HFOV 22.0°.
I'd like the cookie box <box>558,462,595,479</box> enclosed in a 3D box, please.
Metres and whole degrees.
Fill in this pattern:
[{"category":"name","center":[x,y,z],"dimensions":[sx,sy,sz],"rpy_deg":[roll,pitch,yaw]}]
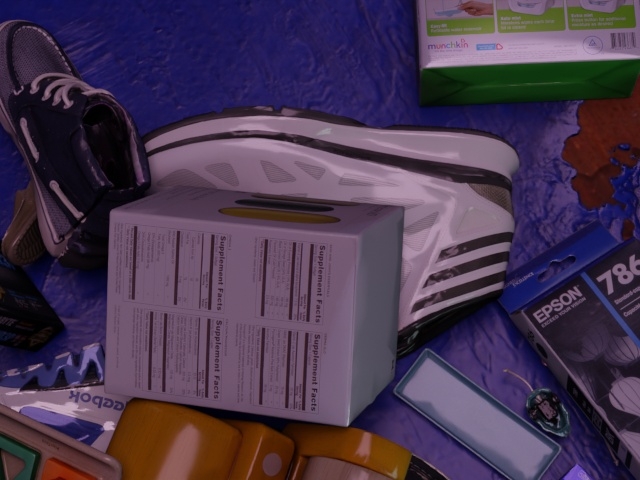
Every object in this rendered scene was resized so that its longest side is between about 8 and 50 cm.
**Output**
[{"category":"cookie box","center":[0.276,0.316,1.814],"dimensions":[0.107,0.040,0.092],"rpy_deg":[-43,77,-11]}]

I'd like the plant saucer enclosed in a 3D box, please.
[{"category":"plant saucer","center":[0.177,0.204,1.865],"dimensions":[0.192,0.018,0.067],"rpy_deg":[36,77,12]}]

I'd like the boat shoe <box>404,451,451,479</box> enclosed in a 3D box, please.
[{"category":"boat shoe","center":[0.129,0.327,1.776],"dimensions":[0.127,0.113,0.340],"rpy_deg":[-40,76,-10]}]

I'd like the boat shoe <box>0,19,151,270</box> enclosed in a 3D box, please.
[{"category":"boat shoe","center":[-0.283,-0.148,1.885],"dimensions":[0.127,0.158,0.341],"rpy_deg":[-7,62,-36]}]

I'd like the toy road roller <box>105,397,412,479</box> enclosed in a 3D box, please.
[{"category":"toy road roller","center":[-0.086,0.270,1.687],"dimensions":[0.240,0.329,0.203],"rpy_deg":[29,72,-30]}]

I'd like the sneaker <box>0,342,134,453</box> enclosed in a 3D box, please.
[{"category":"sneaker","center":[-0.316,0.236,1.809],"dimensions":[0.315,0.127,0.182],"rpy_deg":[-17,71,-6]}]

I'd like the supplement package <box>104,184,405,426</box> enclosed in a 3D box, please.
[{"category":"supplement package","center":[-0.065,0.060,1.724],"dimensions":[0.262,0.199,0.198],"rpy_deg":[6,101,16]}]

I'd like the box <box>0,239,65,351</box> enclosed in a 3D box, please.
[{"category":"box","center":[-0.387,0.036,1.825],"dimensions":[0.051,0.220,0.175],"rpy_deg":[-41,75,4]}]

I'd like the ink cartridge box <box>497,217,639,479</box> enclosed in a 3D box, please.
[{"category":"ink cartridge box","center":[0.342,0.120,1.821],"dimensions":[0.165,0.065,0.333],"rpy_deg":[-33,63,-10]}]

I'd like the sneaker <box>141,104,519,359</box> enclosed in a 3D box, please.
[{"category":"sneaker","center":[0.001,0.000,1.854],"dimensions":[0.447,0.169,0.258],"rpy_deg":[3,71,0]}]

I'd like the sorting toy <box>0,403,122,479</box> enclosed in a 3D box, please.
[{"category":"sorting toy","center":[-0.297,0.280,1.670],"dimensions":[0.347,0.047,0.196],"rpy_deg":[20,105,27]}]

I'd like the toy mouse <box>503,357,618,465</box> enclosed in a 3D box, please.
[{"category":"toy mouse","center":[0.276,0.166,1.866],"dimensions":[0.143,0.031,0.161],"rpy_deg":[10,73,4]}]

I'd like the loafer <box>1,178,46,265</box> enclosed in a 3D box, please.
[{"category":"loafer","center":[-0.336,-0.028,1.921],"dimensions":[0.050,0.056,0.148],"rpy_deg":[7,43,20]}]

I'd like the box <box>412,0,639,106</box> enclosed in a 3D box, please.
[{"category":"box","center":[0.240,-0.293,1.962],"dimensions":[0.262,0.127,0.231],"rpy_deg":[-3,72,1]}]
